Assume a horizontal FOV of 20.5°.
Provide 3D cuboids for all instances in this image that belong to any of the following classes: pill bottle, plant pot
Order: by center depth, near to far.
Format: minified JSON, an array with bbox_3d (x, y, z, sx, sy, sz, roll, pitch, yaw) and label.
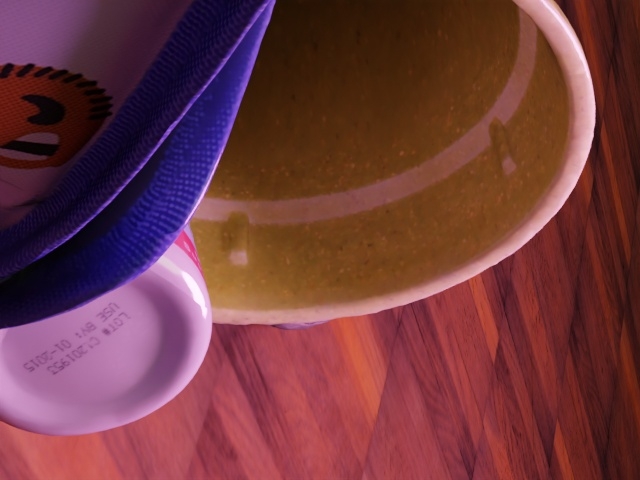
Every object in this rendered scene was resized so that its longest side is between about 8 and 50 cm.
[{"bbox_3d":[-0.094,-0.013,0.632,0.160,0.087,0.087,-110,180,-50],"label":"pill bottle"},{"bbox_3d":[-0.027,-0.140,0.825,0.276,0.276,0.254,62,20,-51],"label":"plant pot"}]

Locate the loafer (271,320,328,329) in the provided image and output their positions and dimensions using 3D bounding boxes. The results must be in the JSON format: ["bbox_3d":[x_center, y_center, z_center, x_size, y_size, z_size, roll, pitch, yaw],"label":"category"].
[{"bbox_3d":[0.000,0.000,1.048,0.319,0.111,0.112,-5,92,-70],"label":"loafer"}]

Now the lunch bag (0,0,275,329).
[{"bbox_3d":[-0.094,-0.169,0.513,0.385,0.238,0.328,-47,-156,50],"label":"lunch bag"}]
